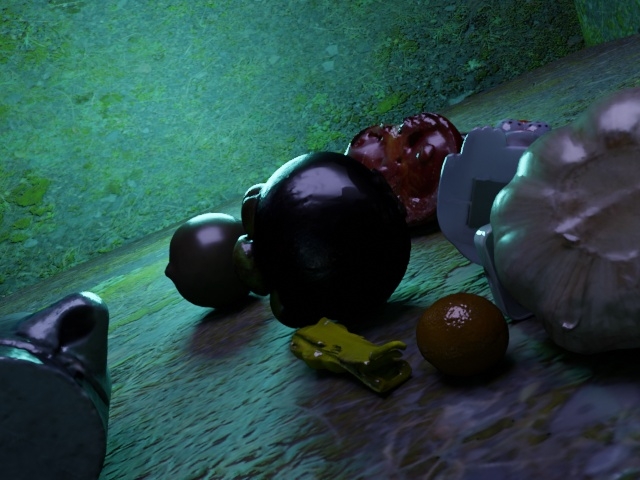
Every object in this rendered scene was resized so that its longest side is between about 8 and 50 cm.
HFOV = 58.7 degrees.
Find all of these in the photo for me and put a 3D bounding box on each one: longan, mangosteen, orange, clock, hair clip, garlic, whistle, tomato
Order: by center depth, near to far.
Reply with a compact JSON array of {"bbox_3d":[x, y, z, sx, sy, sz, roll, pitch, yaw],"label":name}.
[{"bbox_3d":[0.270,0.000,0.486,0.219,0.218,0.212,-11,-20,39],"label":"garlic"},{"bbox_3d":[0.127,0.086,0.515,0.085,0.085,0.085,-21,13,5],"label":"orange"},{"bbox_3d":[-0.376,0.210,0.555,0.405,0.188,0.168,-26,14,-14],"label":"whistle"},{"bbox_3d":[0.027,0.115,0.606,0.072,0.046,0.173,-18,11,-32],"label":"hair clip"},{"bbox_3d":[0.000,0.000,0.742,0.243,0.242,0.243,-21,13,5],"label":"mangosteen"},{"bbox_3d":[0.257,-0.067,0.745,0.189,0.188,0.254,-16,8,22],"label":"clock"},{"bbox_3d":[-0.185,0.035,1.004,0.189,0.189,0.189,-21,13,5],"label":"longan"},{"bbox_3d":[0.163,-0.114,1.030,0.233,0.200,0.140,0,-9,36],"label":"tomato"}]

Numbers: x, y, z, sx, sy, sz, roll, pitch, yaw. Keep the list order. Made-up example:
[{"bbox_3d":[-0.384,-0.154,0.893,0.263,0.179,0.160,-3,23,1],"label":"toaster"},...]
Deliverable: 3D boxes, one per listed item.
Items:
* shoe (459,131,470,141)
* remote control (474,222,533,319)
[{"bbox_3d":[0.221,-0.140,1.154,0.291,0.114,0.137,-22,8,11],"label":"shoe"},{"bbox_3d":[0.285,-0.009,0.574,0.250,0.103,0.034,-21,11,-1],"label":"remote control"}]
